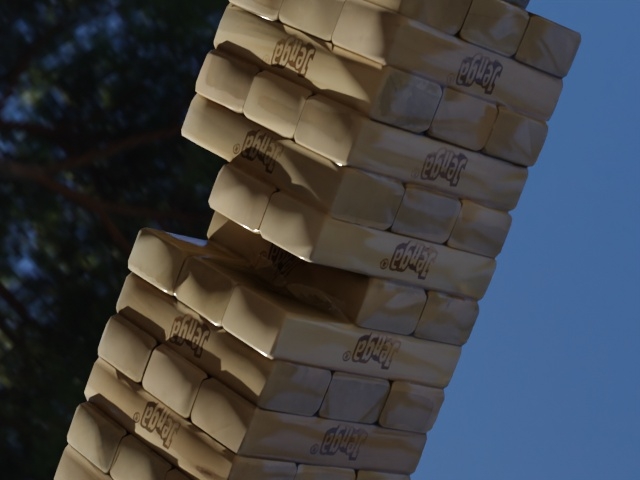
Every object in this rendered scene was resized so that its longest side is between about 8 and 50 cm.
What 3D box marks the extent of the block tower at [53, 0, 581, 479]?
[{"bbox_3d":[0.000,0.000,0.634,0.097,0.091,0.335,29,-79,46],"label":"block tower"}]
